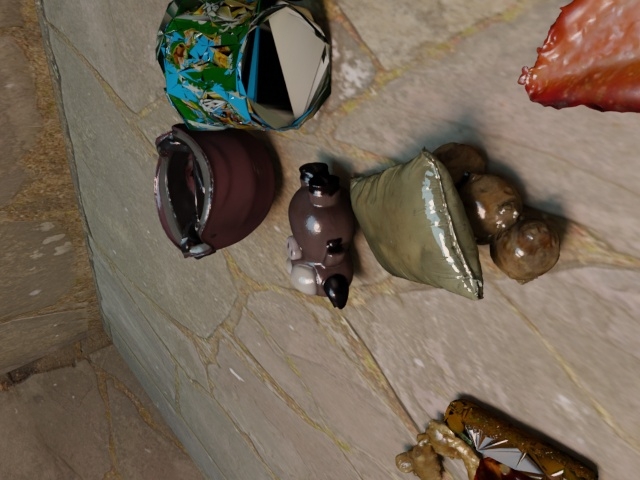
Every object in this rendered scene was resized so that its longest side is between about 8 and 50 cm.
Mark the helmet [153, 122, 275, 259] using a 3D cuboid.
[{"bbox_3d":[-0.219,-0.112,0.934,0.338,0.197,0.271,-23,83,59],"label":"helmet"}]

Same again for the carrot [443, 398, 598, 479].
[{"bbox_3d":[0.298,0.317,0.677,0.229,0.069,0.069,19,123,42],"label":"carrot"}]

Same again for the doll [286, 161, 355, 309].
[{"bbox_3d":[0.002,-0.002,0.793,0.182,0.117,0.257,-116,26,-55],"label":"doll"}]

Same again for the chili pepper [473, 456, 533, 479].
[{"bbox_3d":[0.311,0.522,0.709,0.131,0.134,0.338,3,110,24],"label":"chili pepper"}]

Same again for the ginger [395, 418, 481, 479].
[{"bbox_3d":[0.218,0.397,0.824,0.193,0.052,0.176,4,113,40],"label":"ginger"}]

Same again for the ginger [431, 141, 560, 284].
[{"bbox_3d":[0.212,-0.041,0.557,0.204,0.080,0.104,55,173,24],"label":"ginger"}]

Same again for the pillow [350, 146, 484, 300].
[{"bbox_3d":[0.119,-0.021,0.620,0.302,0.075,0.185,-172,59,-78],"label":"pillow"}]

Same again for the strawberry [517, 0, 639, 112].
[{"bbox_3d":[0.302,-0.175,0.372,0.174,0.098,0.228,57,145,11],"label":"strawberry"}]

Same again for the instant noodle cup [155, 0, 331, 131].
[{"bbox_3d":[-0.112,-0.276,0.701,0.178,0.240,0.240,24,127,36],"label":"instant noodle cup"}]
